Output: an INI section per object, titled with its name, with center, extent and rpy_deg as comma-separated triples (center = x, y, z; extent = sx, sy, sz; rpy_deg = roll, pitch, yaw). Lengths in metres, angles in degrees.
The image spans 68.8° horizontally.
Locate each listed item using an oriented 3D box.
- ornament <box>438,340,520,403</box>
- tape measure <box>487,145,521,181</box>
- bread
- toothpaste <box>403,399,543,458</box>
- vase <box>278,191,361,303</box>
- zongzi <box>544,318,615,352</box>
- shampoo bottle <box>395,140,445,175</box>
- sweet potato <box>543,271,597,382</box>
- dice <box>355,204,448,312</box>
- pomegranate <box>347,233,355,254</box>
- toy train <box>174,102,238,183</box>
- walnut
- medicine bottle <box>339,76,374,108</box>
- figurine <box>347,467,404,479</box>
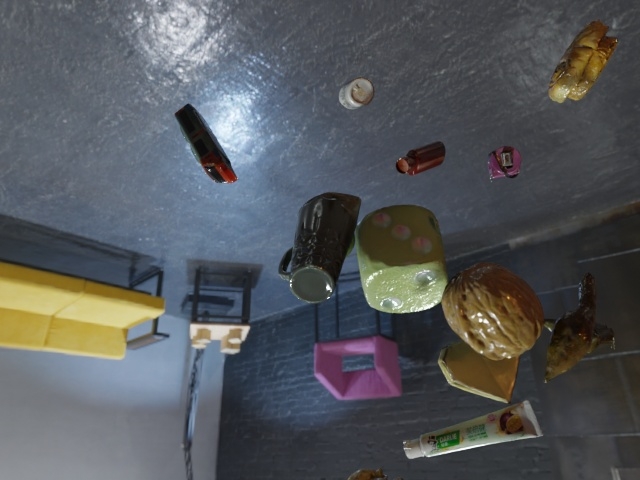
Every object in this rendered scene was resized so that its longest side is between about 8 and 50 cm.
[ornament]
center = 0.399, 0.307, 1.119
extent = 0.201, 0.180, 0.059
rpy_deg = -21, 160, -16
[tape measure]
center = 0.695, -0.292, 1.765
extent = 0.118, 0.125, 0.074
rpy_deg = -11, -179, 8
[bread]
center = 0.795, -0.537, 1.431
extent = 0.120, 0.236, 0.198
rpy_deg = 31, -175, 12
[toothpaste]
center = 0.351, 0.460, 1.105
extent = 0.314, 0.056, 0.058
rpy_deg = -24, 109, 17
[vase]
center = -0.010, 0.026, 1.117
extent = 0.251, 0.301, 0.156
rpy_deg = -34, 111, 23
[zongzi]
center = 0.820, 0.284, 1.490
extent = 0.187, 0.084, 0.184
rpy_deg = 5, -168, -38
[shampoo bottle]
center = 0.383, -0.309, 1.783
extent = 0.064, 0.102, 0.260
rpy_deg = 24, -147, 37
[sweet potato]
center = 0.524, 0.171, 0.955
extent = 0.075, 0.269, 0.075
rpy_deg = 30, 157, 14
[dice]
center = 0.245, 0.057, 1.423
extent = 0.250, 0.252, 0.254
rpy_deg = -10, 138, 9
[pomegranate]
center = 0.000, 0.000, 1.662
extent = 0.248, 0.214, 0.214
rpy_deg = -38, 141, 21
[toy train]
center = -0.369, -0.300, 1.477
extent = 0.089, 0.409, 0.086
rpy_deg = -35, 139, 0
[walnut]
center = 0.363, 0.144, 0.998
extent = 0.213, 0.213, 0.213
rpy_deg = -1, 155, 0
[medicine bottle]
center = 0.098, -0.418, 1.338
extent = 0.079, 0.079, 0.140
rpy_deg = 4, -169, -11
[figurine]
center = 0.133, 0.527, 0.946
extent = 0.108, 0.114, 0.196
rpy_deg = 14, 153, -34
